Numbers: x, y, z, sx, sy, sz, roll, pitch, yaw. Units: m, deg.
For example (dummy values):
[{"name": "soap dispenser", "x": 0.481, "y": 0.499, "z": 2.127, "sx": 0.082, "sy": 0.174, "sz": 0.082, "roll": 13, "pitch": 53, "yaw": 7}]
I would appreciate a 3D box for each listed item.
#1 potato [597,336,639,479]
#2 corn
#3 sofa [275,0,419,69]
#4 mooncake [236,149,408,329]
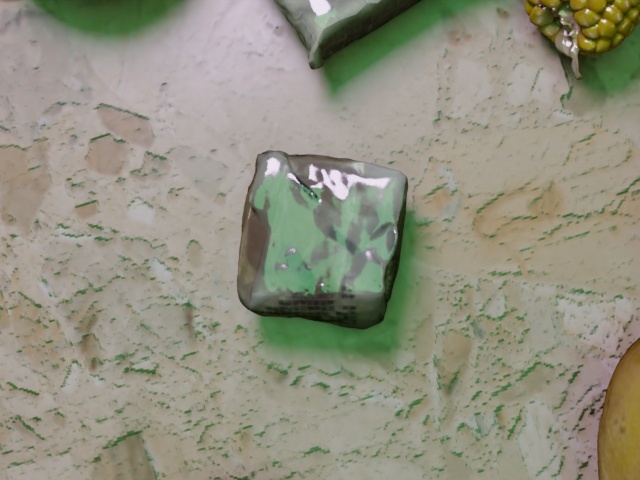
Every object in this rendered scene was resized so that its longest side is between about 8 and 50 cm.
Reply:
[{"name": "potato", "x": 0.379, "y": 0.155, "z": 0.763, "sx": 0.397, "sy": 0.290, "sz": 0.296, "roll": -22, "pitch": 81, "yaw": 30}, {"name": "corn", "x": 0.253, "y": -0.268, "z": 0.902, "sx": 0.101, "sy": 0.101, "sz": 0.310, "roll": 33, "pitch": 89, "yaw": 5}, {"name": "sofa", "x": 0.035, "y": -0.276, "z": 0.877, "sx": 0.225, "sy": 0.176, "sz": 0.210, "roll": -30, "pitch": 85, "yaw": 1}, {"name": "mooncake", "x": 0.000, "y": 0.000, "z": 0.911, "sx": 0.125, "sy": 0.073, "sz": 0.130, "roll": 9, "pitch": 85, "yaw": 7}]
